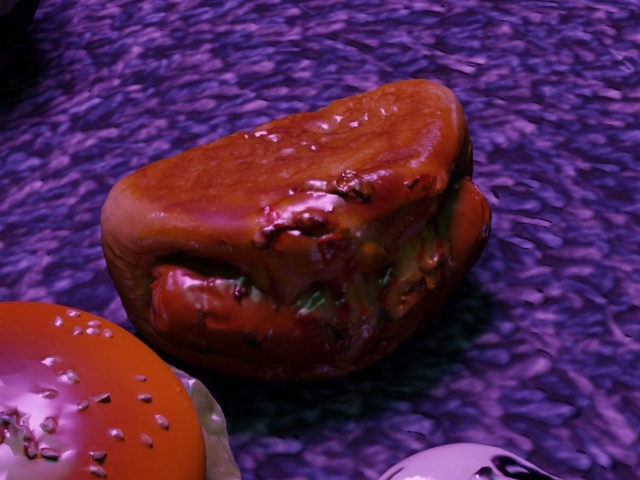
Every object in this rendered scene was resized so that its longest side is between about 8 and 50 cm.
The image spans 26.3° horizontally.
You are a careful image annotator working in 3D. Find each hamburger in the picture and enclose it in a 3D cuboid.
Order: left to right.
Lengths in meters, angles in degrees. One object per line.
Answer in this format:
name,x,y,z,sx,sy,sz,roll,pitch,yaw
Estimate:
hamburger,-0.167,0.129,0.727,0.246,0.170,0.246,-3,47,3

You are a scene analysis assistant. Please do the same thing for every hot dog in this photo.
hot dog,0.000,0.000,0.865,0.256,0.150,0.153,-20,38,-16

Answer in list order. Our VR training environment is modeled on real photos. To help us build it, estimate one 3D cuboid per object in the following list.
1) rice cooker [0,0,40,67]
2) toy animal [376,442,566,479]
rice cooker,-0.321,-0.230,1.055,0.226,0.244,0.226,14,54,-19
toy animal,0.078,0.184,0.676,0.166,0.138,0.179,-6,48,-25
